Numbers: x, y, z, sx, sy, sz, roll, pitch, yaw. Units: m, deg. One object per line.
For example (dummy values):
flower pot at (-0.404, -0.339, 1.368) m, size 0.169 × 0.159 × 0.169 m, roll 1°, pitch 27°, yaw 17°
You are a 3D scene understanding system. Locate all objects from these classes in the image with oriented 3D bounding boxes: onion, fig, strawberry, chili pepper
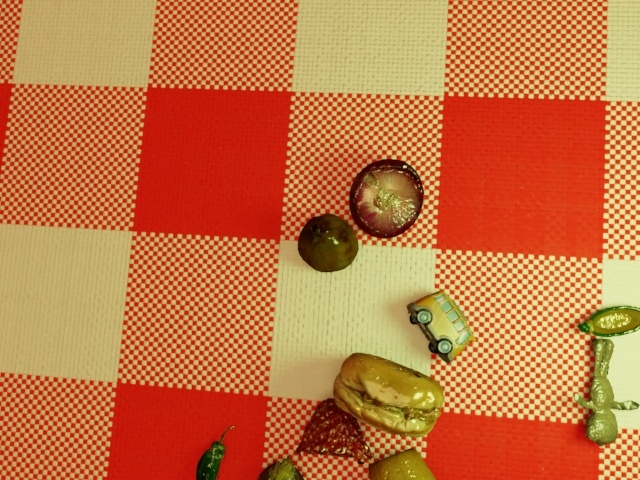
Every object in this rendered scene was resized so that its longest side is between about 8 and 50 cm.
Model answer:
onion at (0.203, -0.129, 1.749) m, size 0.248 × 0.161 × 0.247 m, roll 1°, pitch 93°, yaw 11°
fig at (0.024, -0.021, 1.706) m, size 0.191 × 0.290 × 0.190 m, roll 0°, pitch 59°, yaw 0°
strawberry at (0.053, 0.558, 1.674) m, size 0.234 × 0.234 × 0.177 m, roll 4°, pitch 70°, yaw 7°
chili pepper at (-0.326, 0.718, 1.760) m, size 0.122 × 0.065 × 0.278 m, roll 1°, pitch 86°, yaw -3°

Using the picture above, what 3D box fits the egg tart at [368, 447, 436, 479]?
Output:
egg tart at (0.239, 0.705, 1.642) m, size 0.215 × 0.215 × 0.170 m, roll -23°, pitch 67°, yaw 3°

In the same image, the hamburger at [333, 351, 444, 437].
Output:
hamburger at (0.192, 0.432, 1.624) m, size 0.305 × 0.284 × 0.174 m, roll 20°, pitch 88°, yaw 12°

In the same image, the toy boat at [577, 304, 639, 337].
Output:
toy boat at (0.866, 0.239, 1.672) m, size 0.230 × 0.088 × 0.088 m, roll -12°, pitch 83°, yaw 4°

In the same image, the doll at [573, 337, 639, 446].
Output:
doll at (0.812, 0.443, 1.658) m, size 0.203 × 0.091 × 0.285 m, roll -20°, pitch 93°, yaw -29°

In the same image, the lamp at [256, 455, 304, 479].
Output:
lamp at (-0.123, 0.749, 1.697) m, size 0.156 × 0.135 × 0.157 m, roll -34°, pitch 83°, yaw 2°

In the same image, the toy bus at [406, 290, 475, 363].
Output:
toy bus at (0.365, 0.252, 1.709) m, size 0.136 × 0.126 × 0.209 m, roll -32°, pitch 81°, yaw -7°
